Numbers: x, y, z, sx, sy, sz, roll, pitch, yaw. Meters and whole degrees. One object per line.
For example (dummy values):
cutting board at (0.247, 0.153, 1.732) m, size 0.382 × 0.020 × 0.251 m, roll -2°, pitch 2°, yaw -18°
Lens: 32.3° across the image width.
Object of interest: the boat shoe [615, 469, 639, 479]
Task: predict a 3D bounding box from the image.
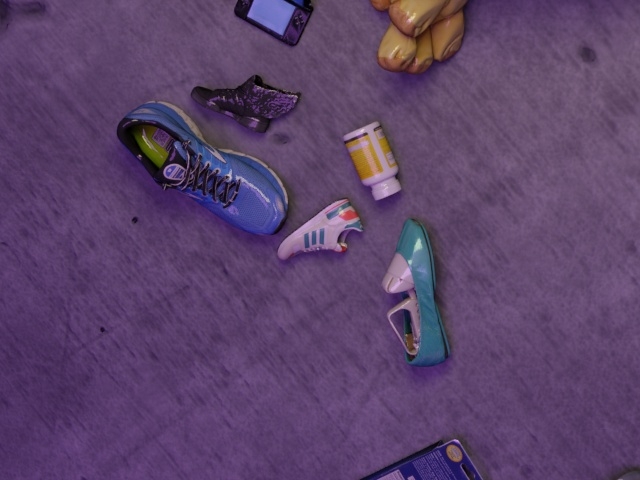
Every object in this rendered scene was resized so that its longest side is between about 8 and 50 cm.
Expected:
boat shoe at (0.423, 0.484, 1.794) m, size 0.319 × 0.116 × 0.099 m, roll -43°, pitch 44°, yaw 30°

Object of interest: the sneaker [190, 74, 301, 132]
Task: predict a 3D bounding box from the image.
sneaker at (-0.124, -0.239, 1.817) m, size 0.170 × 0.051 × 0.089 m, roll 28°, pitch 111°, yaw 6°

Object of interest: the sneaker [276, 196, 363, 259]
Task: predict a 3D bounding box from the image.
sneaker at (0.000, 0.000, 1.825) m, size 0.161 × 0.057 × 0.075 m, roll -38°, pitch 83°, yaw 20°

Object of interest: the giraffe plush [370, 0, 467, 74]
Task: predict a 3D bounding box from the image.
giraffe plush at (0.128, -0.375, 1.643) m, size 0.170 × 0.181 × 0.210 m, roll 44°, pitch 119°, yaw 24°

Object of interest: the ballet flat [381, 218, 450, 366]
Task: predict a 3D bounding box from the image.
ballet flat at (0.145, 0.092, 1.774) m, size 0.087 × 0.083 × 0.247 m, roll -16°, pitch 102°, yaw -19°

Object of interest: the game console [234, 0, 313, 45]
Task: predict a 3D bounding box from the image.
game console at (-0.080, -0.379, 1.753) m, size 0.122 × 0.071 × 0.107 m, roll 31°, pitch 111°, yaw 10°

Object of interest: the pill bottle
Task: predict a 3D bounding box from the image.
pill bottle at (0.086, -0.126, 1.760) m, size 0.065 × 0.065 × 0.116 m, roll -22°, pitch 95°, yaw 23°

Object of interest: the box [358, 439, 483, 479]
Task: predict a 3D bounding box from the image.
box at (0.177, 0.432, 1.881) m, size 0.225 × 0.036 × 0.136 m, roll -31°, pitch 92°, yaw 24°

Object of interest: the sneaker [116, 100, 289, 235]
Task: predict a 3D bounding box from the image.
sneaker at (-0.203, -0.106, 1.823) m, size 0.330 × 0.147 × 0.129 m, roll 33°, pitch 112°, yaw 8°
